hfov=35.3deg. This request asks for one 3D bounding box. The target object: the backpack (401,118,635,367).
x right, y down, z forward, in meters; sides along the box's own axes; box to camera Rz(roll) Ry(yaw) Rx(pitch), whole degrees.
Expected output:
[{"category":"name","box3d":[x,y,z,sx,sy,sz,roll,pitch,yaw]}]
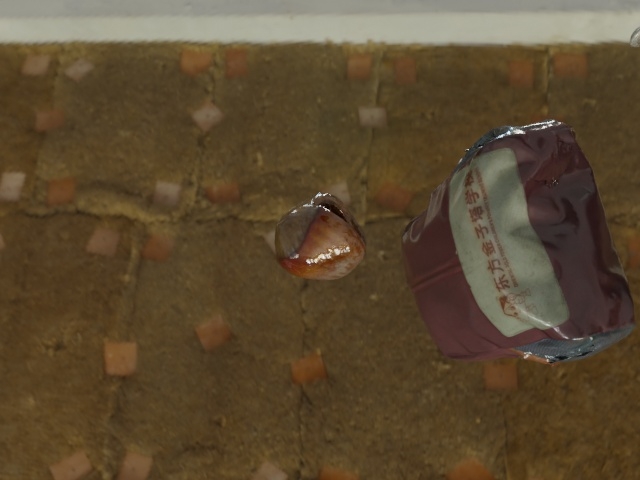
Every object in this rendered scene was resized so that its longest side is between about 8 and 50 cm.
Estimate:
[{"category":"backpack","box3d":[0.228,0.026,1.254,0.197,0.317,0.283,-8,-103,-26]}]

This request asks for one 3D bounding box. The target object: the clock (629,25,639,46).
[{"category":"clock","box3d":[0.368,-0.262,0.949,0.062,0.191,0.151,51,-139,12]}]

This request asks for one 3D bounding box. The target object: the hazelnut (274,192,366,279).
[{"category":"hazelnut","box3d":[0.000,0.000,0.885,0.086,0.086,0.086,-3,-121,5]}]
